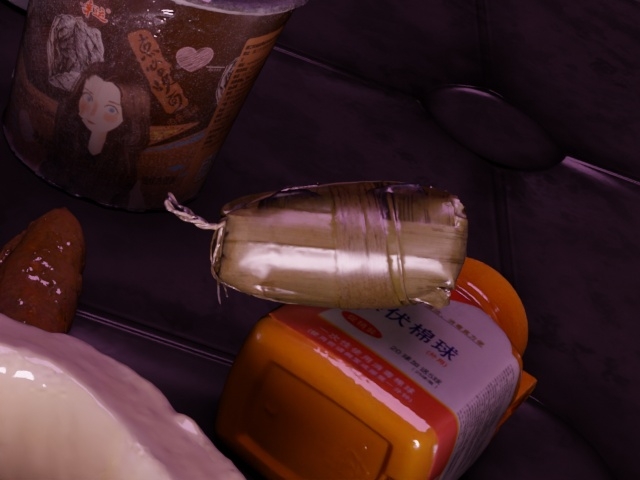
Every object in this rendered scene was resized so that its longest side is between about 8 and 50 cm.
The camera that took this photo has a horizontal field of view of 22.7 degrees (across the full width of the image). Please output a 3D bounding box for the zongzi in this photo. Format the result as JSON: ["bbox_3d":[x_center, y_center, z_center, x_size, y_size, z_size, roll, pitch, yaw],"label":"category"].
[{"bbox_3d":[0.000,0.000,1.049,0.189,0.081,0.178,0,4,1],"label":"zongzi"}]

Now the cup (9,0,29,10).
[{"bbox_3d":[-0.202,-0.398,1.429,0.323,0.327,0.237,33,32,15],"label":"cup"}]

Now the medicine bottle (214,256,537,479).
[{"bbox_3d":[0.050,0.091,1.082,0.149,0.112,0.222,34,32,17],"label":"medicine bottle"}]

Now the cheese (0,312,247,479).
[{"bbox_3d":[-0.165,0.187,0.749,0.292,0.153,0.332,-4,40,-39],"label":"cheese"}]

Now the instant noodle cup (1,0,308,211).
[{"bbox_3d":[-0.137,-0.153,1.227,0.217,0.207,0.217,17,32,-11],"label":"instant noodle cup"}]

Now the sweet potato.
[{"bbox_3d":[-0.191,0.046,1.041,0.068,0.060,0.206,-12,33,11],"label":"sweet potato"}]
